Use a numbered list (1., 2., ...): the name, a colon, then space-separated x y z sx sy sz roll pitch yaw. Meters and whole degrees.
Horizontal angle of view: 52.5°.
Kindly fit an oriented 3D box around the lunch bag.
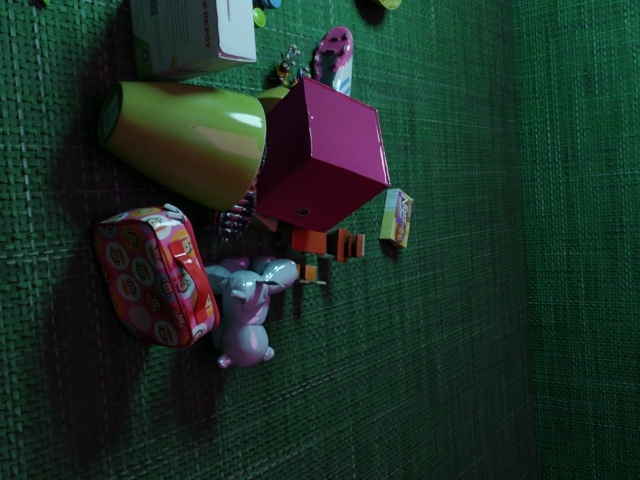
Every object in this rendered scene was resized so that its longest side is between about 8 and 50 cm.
1. lunch bag: -0.330 0.076 1.341 0.120 0.258 0.293 -33 115 -47

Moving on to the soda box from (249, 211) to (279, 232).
1. soda box: -0.183 -0.090 1.700 0.181 0.058 0.061 41 58 -44

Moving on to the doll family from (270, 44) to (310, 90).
1. doll family: -0.083 -0.448 1.832 0.193 0.076 0.111 55 44 -39

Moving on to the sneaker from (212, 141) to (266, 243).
1. sneaker: -0.211 -0.131 1.568 0.097 0.135 0.276 12 92 -33

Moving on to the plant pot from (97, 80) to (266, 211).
1. plant pot: -0.315 -0.227 1.404 0.293 0.274 0.275 13 78 -37

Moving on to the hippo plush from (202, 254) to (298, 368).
1. hippo plush: -0.159 0.176 1.565 0.234 0.294 0.237 -11 106 -30

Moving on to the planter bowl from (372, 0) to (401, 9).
1. planter bowl: 0.187 -0.876 2.181 0.217 0.090 0.217 4 84 -52

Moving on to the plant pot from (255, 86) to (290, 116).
1. plant pot: -0.115 -0.374 1.778 0.081 0.083 0.082 -47 123 -42

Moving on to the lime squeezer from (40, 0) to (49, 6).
1. lime squeezer: -0.622 -0.549 1.170 0.310 0.059 0.110 18 105 -52

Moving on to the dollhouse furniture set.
1. dollhouse furniture set: 0.000 0.000 1.869 0.259 0.135 0.262 10 81 -52

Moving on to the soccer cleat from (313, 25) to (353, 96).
1. soccer cleat: 0.040 -0.481 1.979 0.143 0.115 0.332 36 62 -64

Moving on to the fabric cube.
1. fabric cube: -0.011 -0.209 1.666 0.254 0.258 0.259 18 53 -35

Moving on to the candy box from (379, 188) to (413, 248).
1. candy box: 0.269 -0.076 2.288 0.109 0.053 0.187 30 67 -48

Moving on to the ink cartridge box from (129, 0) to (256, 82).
1. ink cartridge box: -0.280 -0.467 1.411 0.117 0.278 0.202 -9 96 -52

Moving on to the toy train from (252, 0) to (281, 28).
1. toy train: -0.199 -0.537 1.626 0.105 0.143 0.248 49 52 -39
